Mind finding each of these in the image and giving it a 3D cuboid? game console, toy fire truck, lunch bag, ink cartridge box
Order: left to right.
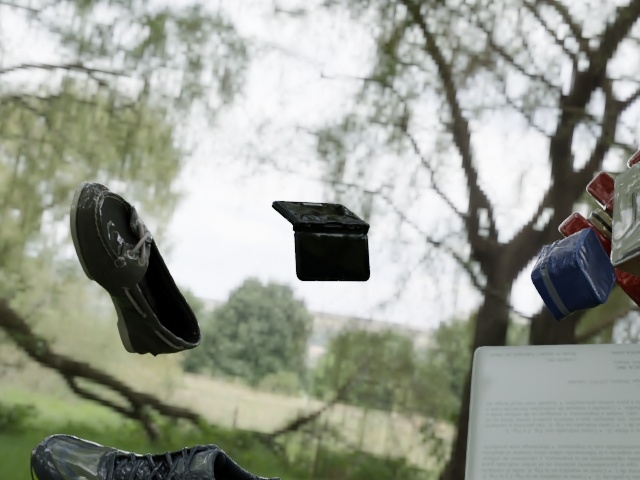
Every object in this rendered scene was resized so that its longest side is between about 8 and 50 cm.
[{"bbox_3d":[0.000,0.000,1.762,0.122,0.071,0.107,2,25,-37],"label":"game console"},{"bbox_3d":[0.259,0.035,1.380,0.065,0.067,0.098,-25,10,29],"label":"lunch bag"},{"bbox_3d":[0.266,0.245,1.042,0.308,0.385,0.091,-2,-46,13],"label":"ink cartridge box"},{"bbox_3d":[0.489,0.029,1.825,0.254,0.169,0.302,41,7,-34],"label":"toy fire truck"}]

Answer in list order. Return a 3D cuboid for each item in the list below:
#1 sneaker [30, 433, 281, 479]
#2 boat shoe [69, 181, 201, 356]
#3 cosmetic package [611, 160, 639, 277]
[{"bbox_3d":[-0.169,0.264,1.458,0.300,0.111,0.121,19,-52,-20],"label":"sneaker"},{"bbox_3d":[-0.228,0.038,1.693,0.095,0.112,0.335,2,-35,11],"label":"boat shoe"},{"bbox_3d":[0.503,0.000,1.549,0.296,0.129,0.153,18,-28,-18],"label":"cosmetic package"}]
